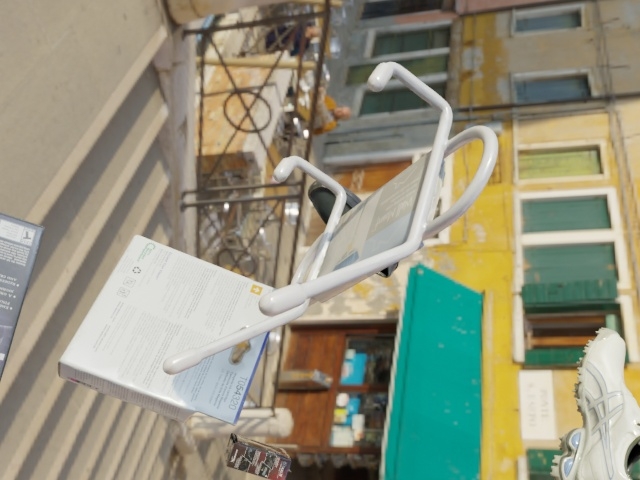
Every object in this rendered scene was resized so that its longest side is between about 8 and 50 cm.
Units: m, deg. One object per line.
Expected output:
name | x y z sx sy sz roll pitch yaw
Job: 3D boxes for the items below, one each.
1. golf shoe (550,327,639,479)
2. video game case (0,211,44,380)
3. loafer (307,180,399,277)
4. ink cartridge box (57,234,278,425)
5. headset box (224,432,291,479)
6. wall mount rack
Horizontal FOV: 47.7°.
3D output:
golf shoe | 0.280 0.166 0.679 0.069 0.086 0.176 47 55 -40
video game case | -0.469 0.080 0.878 0.196 0.026 0.274 22 66 -33
loafer | 0.062 -0.022 1.320 0.223 0.076 0.078 45 29 -13
ink cartridge box | -0.269 0.173 1.376 0.071 0.330 0.324 115 -4 -46
headset box | -0.076 0.274 0.910 0.062 0.083 0.032 167 -56 -78
wall mount rack | 0.000 0.000 0.697 0.130 0.350 0.304 33 55 -16
